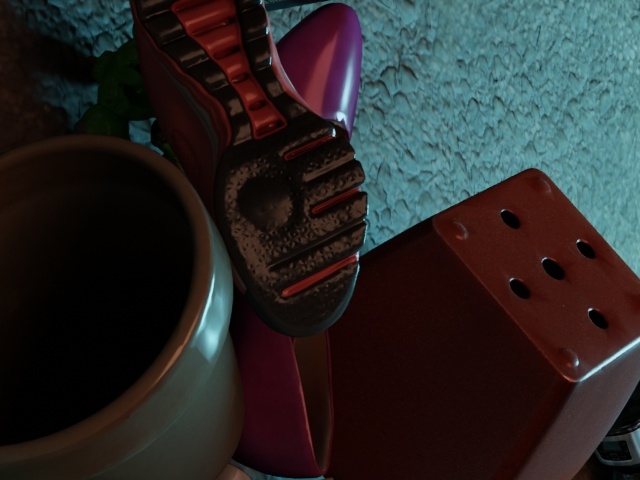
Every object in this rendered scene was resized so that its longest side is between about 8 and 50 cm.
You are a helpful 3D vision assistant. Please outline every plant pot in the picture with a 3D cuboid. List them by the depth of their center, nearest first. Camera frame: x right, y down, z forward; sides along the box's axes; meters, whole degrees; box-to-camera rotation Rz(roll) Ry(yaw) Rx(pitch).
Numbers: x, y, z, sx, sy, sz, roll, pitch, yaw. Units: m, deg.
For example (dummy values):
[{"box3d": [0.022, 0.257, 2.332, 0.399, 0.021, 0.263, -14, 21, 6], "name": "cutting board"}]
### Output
[{"box3d": [-0.161, 0.088, 1.323, 0.229, 0.263, 0.263, 56, 45, -54], "name": "plant pot"}, {"box3d": [0.136, 0.092, 1.576, 0.267, 0.236, 0.267, 50, 40, 13], "name": "plant pot"}]

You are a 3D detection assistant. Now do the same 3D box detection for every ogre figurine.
[{"box3d": [-0.125, -0.118, 1.472, 0.118, 0.097, 0.197, 29, 108, -39], "name": "ogre figurine"}]

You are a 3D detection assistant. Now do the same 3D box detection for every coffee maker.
[{"box3d": [0.371, 0.238, 2.037, 0.171, 0.120, 0.178, -65, 137, -63], "name": "coffee maker"}]

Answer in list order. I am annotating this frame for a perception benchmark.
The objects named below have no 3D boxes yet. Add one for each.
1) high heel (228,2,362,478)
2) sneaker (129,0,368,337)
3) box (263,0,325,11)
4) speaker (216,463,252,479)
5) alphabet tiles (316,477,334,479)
[{"box3d": [0.000, 0.000, 1.463, 0.127, 0.181, 0.377, 13, 96, -53], "name": "high heel"}, {"box3d": [-0.056, -0.076, 1.360, 0.116, 0.136, 0.314, -20, 84, -15], "name": "sneaker"}, {"box3d": [-0.062, -0.324, 1.386, 0.312, 0.343, 0.179, 27, 67, -45], "name": "box"}, {"box3d": [-0.104, 0.251, 1.494, 0.055, 0.055, 0.136, 46, 52, -37], "name": "speaker"}, {"box3d": [-0.084, 0.303, 1.430, 0.198, 0.009, 0.237, -10, 121, -19], "name": "alphabet tiles"}]
